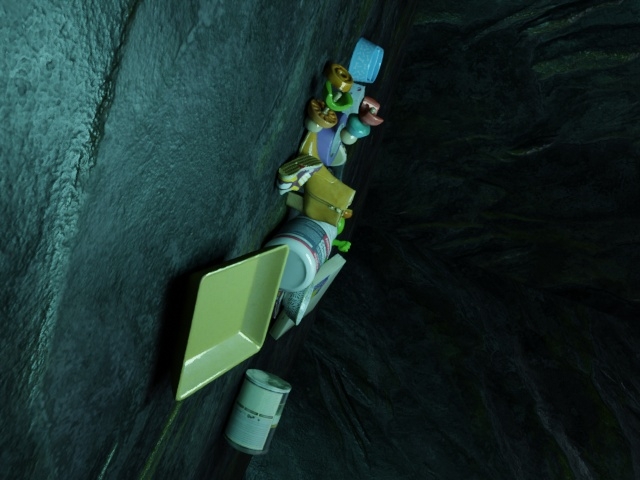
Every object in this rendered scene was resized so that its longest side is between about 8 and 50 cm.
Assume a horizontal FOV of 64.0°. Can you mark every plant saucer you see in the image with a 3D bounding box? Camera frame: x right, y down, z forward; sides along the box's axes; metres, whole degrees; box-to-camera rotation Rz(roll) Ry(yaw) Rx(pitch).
[{"bbox_3d":[-0.231,0.171,1.233,0.332,0.080,0.333,-23,134,-58],"label":"plant saucer"}]

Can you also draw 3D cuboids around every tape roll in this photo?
[{"bbox_3d":[0.023,-0.360,1.779,0.189,0.080,0.189,20,90,-81],"label":"tape roll"}]

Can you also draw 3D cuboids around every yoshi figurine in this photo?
[{"bbox_3d":[0.015,0.009,2.315,0.203,0.203,0.363,5,108,-65],"label":"yoshi figurine"}]

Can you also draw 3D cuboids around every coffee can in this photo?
[{"bbox_3d":[-0.259,0.694,2.089,0.201,0.201,0.276,29,82,-82],"label":"coffee can"}]

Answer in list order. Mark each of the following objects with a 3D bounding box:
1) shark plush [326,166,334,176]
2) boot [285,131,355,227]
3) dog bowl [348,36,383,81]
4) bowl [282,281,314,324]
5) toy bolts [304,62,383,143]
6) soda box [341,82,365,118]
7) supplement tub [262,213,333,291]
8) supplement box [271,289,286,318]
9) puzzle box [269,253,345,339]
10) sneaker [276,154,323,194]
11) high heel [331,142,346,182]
[{"bbox_3d":[0.065,-0.289,2.257,0.161,0.067,0.073,-52,161,-64],"label":"shark plush"},{"bbox_3d":[0.018,-0.203,1.671,0.104,0.211,0.295,-53,162,-65],"label":"boot"},{"bbox_3d":[0.183,-0.698,2.013,0.297,0.074,0.166,-49,158,-69],"label":"dog bowl"},{"bbox_3d":[-0.090,0.215,1.869,0.170,0.080,0.170,21,90,-83],"label":"bowl"},{"bbox_3d":[0.062,-0.409,1.610,0.158,0.228,0.219,-42,-146,38],"label":"toy bolts"},{"bbox_3d":[0.128,-0.536,2.070,0.216,0.069,0.074,89,23,-66],"label":"soda box"},{"bbox_3d":[-0.073,0.032,1.721,0.272,0.191,0.191,-55,163,-59],"label":"supplement tub"},{"bbox_3d":[-0.162,0.174,1.873,0.104,0.080,0.188,102,12,-49],"label":"supplement box"},{"bbox_3d":[-0.061,0.246,2.222,0.272,0.052,0.409,-34,162,-43],"label":"puzzle box"},{"bbox_3d":[-0.067,-0.200,1.560,0.185,0.069,0.084,-28,147,-43],"label":"sneaker"},{"bbox_3d":[0.065,-0.377,2.097,0.261,0.093,0.186,83,10,-55],"label":"high heel"}]
